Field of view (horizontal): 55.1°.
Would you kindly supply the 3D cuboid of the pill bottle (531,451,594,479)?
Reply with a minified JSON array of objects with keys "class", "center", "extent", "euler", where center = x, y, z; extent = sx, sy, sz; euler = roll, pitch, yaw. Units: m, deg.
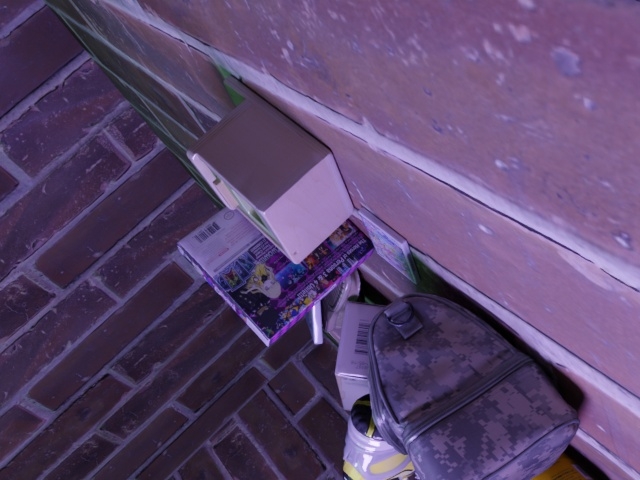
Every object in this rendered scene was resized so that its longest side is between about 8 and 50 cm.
[{"class":"pill bottle","center":[0.323,0.368,0.989],"extent":[0.246,0.136,0.136],"euler":[45,173,49]}]

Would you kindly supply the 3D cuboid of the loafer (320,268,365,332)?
[{"class":"loafer","center":[0.052,0.117,1.341],"extent":[0.268,0.092,0.101],"euler":[106,147,-62]}]

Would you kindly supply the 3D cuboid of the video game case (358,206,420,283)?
[{"class":"video game case","center":[0.100,0.009,0.878],"extent":[0.087,0.011,0.122],"euler":[41,169,34]}]

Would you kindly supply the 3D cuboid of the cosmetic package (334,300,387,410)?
[{"class":"cosmetic package","center":[0.105,0.264,1.321],"extent":[0.113,0.160,0.309],"euler":[7,152,8]}]

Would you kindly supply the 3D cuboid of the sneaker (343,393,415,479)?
[{"class":"sneaker","center":[0.164,0.353,1.144],"extent":[0.385,0.147,0.145],"euler":[6,-160,-47]}]

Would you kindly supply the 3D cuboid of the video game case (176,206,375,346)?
[{"class":"video game case","center":[-0.066,0.013,0.960],"extent":[0.210,0.232,0.041],"euler":[44,156,13]}]

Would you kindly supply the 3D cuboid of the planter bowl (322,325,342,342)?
[{"class":"planter bowl","center":[0.070,0.203,1.567],"extent":[0.162,0.109,0.162],"euler":[46,171,10]}]

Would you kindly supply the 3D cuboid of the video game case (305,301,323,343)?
[{"class":"video game case","center":[-0.024,0.113,1.426],"extent":[0.183,0.023,0.201],"euler":[-121,26,-73]}]

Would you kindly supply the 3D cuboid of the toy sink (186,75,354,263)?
[{"class":"toy sink","center":[-0.087,-0.100,0.880],"extent":[0.234,0.131,0.152],"euler":[42,170,30]}]

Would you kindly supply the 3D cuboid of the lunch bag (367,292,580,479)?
[{"class":"lunch bag","center":[0.185,0.226,0.855],"extent":[0.256,0.213,0.305],"euler":[58,178,31]}]
